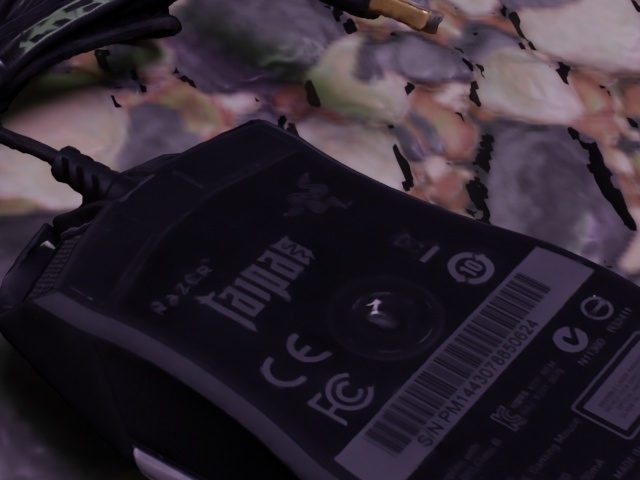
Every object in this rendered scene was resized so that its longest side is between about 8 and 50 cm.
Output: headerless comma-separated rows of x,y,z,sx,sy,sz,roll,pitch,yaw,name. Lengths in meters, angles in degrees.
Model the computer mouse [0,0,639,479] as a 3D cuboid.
0.000,0.000,0.449,0.262,0.060,0.184,23,46,21,computer mouse
